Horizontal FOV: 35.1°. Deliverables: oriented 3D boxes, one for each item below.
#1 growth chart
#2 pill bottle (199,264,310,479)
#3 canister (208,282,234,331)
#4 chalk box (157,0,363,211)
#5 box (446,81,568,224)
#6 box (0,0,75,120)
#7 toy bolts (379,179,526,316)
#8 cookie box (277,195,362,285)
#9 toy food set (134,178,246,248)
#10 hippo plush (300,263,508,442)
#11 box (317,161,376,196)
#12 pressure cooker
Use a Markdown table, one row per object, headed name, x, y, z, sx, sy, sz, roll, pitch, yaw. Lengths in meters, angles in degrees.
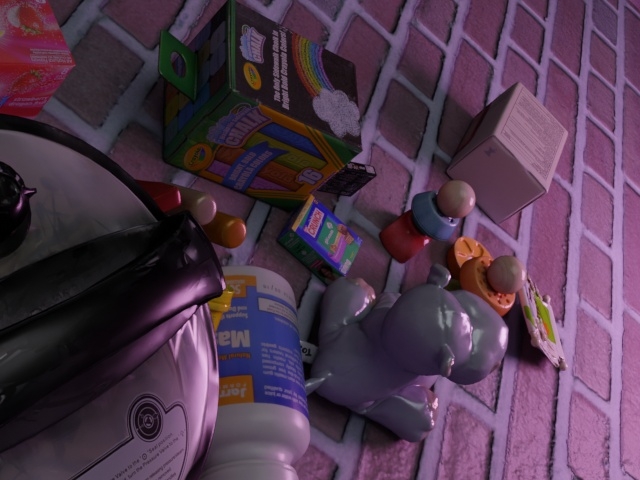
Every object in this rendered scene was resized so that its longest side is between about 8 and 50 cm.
| name | x | y | z | sx | sy | sz | roll | pitch | yaw |
| --- | --- | --- | --- | --- | --- | --- | --- | --- | --- |
| growth chart | 0.365 | 0.125 | 1.689 | 0.237 | 0.021 | 0.172 | 38 | 38 | -57 |
| pill bottle | -0.092 | 0.178 | 1.155 | 0.152 | 0.152 | 0.272 | 19 | 48 | -34 |
| canister | -0.170 | 0.110 | 1.095 | 0.073 | 0.170 | 0.126 | 17 | 8 | -36 |
| chalk box | -0.110 | -0.195 | 1.418 | 0.289 | 0.179 | 0.180 | 22 | 48 | -30 |
| box | 0.352 | -0.165 | 1.886 | 0.148 | 0.127 | 0.232 | 45 | 39 | -9 |
| box | -0.432 | -0.213 | 1.153 | 0.257 | 0.128 | 0.122 | -9 | 66 | -48 |
| toy bolts | 0.236 | 0.002 | 1.613 | 0.228 | 0.158 | 0.218 | 48 | 38 | -4 |
| cookie box | 0.000 | 0.000 | 1.478 | 0.107 | 0.040 | 0.092 | 41 | 40 | -11 |
| toy food set | -0.210 | -0.010 | 1.181 | 0.232 | 0.104 | 0.111 | -29 | 121 | -36 |
| hippo plush | 0.106 | 0.113 | 1.334 | 0.294 | 0.236 | 0.234 | 18 | 49 | -34 |
| box | 0.035 | -0.097 | 1.568 | 0.083 | 0.067 | 0.018 | 8 | 56 | -40 |
| pressure cooker | -0.289 | 0.104 | 0.764 | 0.375 | 0.420 | 0.369 | 33 | 51 | -37 |
